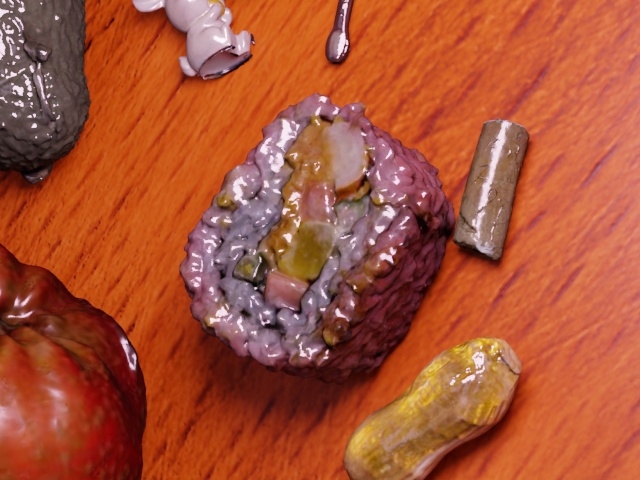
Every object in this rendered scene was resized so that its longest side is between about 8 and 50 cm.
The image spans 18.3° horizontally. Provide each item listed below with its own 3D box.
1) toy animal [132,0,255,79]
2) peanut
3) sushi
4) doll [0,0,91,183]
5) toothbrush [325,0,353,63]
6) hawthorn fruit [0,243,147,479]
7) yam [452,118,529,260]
[{"bbox_3d":[-0.129,-0.233,2.092,0.085,0.071,0.124,-38,74,36],"label":"toy animal"},{"bbox_3d":[0.108,0.169,1.888,0.207,0.087,0.087,-42,65,17],"label":"peanut"},{"bbox_3d":[0.000,0.000,1.927,0.236,0.171,0.270,33,94,28],"label":"sushi"},{"bbox_3d":[-0.358,-0.236,2.131,0.247,0.247,0.349,-24,77,21],"label":"doll"},{"bbox_3d":[0.048,-0.359,2.043,0.041,0.041,0.363,7,84,28],"label":"toothbrush"},{"bbox_3d":[-0.376,0.206,1.981,0.403,0.403,0.402,-5,78,26],"label":"hawthorn fruit"},{"bbox_3d":[0.165,-0.049,1.918,0.054,0.054,0.132,12,86,28],"label":"yam"}]
